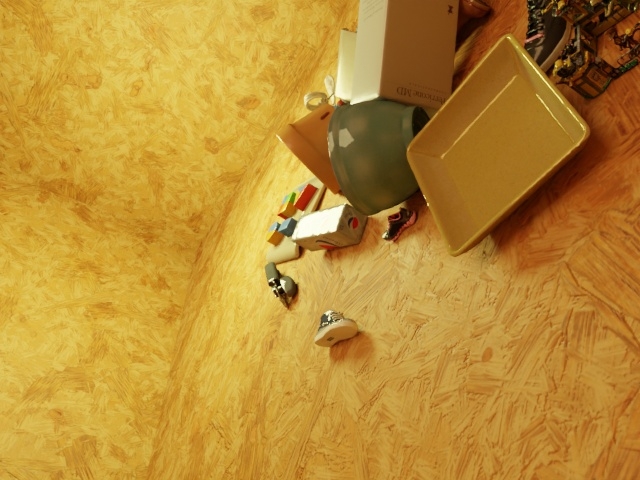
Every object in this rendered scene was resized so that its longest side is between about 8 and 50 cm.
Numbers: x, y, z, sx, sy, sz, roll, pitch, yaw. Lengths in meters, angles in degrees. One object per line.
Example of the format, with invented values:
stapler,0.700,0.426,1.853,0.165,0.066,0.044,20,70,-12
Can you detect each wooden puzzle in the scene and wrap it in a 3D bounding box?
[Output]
wooden puzzle,-0.115,-0.089,2.185,0.322,0.081,0.347,-18,50,63

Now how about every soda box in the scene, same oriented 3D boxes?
soda box,0.022,-0.035,1.723,0.286,0.091,0.098,-11,55,58

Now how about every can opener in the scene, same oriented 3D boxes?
can opener,-0.139,0.149,2.008,0.095,0.076,0.283,-29,24,1

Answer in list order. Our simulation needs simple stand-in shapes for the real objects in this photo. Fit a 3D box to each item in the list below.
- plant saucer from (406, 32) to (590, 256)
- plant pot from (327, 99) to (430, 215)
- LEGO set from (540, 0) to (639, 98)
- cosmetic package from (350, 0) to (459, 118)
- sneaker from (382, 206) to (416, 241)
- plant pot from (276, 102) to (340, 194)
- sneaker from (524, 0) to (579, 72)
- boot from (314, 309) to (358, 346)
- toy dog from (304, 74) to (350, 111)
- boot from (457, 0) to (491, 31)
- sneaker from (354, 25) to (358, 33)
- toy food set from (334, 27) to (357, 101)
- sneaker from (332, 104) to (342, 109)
plant saucer,0.339,-0.179,1.086,0.333,0.081,0.332,-50,39,34
plant pot,0.178,-0.224,1.383,0.196,0.293,0.293,-12,50,32
LEGO set,0.485,-0.416,0.912,0.331,0.192,0.254,-25,43,61
cosmetic package,0.232,-0.570,1.493,0.161,0.230,0.453,-179,94,-65
sneaker,0.188,-0.044,1.407,0.119,0.057,0.047,-48,27,40
plant pot,0.019,-0.329,1.892,0.203,0.291,0.291,-45,22,6
sneaker,0.450,-0.485,1.154,0.295,0.147,0.104,-67,22,-3
boot,0.040,0.214,1.443,0.190,0.069,0.086,-38,35,54
toy dog,0.105,-0.589,2.081,0.334,0.220,0.160,-26,50,31
boot,0.357,-0.597,1.597,0.283,0.109,0.220,47,119,55
sneaker,0.203,-0.776,2.136,0.341,0.140,0.125,-29,38,56
toy food set,0.165,-0.559,1.813,0.306,0.092,0.219,33,127,43
sneaker,0.099,-0.452,2.021,0.240,0.126,0.091,-26,43,61
